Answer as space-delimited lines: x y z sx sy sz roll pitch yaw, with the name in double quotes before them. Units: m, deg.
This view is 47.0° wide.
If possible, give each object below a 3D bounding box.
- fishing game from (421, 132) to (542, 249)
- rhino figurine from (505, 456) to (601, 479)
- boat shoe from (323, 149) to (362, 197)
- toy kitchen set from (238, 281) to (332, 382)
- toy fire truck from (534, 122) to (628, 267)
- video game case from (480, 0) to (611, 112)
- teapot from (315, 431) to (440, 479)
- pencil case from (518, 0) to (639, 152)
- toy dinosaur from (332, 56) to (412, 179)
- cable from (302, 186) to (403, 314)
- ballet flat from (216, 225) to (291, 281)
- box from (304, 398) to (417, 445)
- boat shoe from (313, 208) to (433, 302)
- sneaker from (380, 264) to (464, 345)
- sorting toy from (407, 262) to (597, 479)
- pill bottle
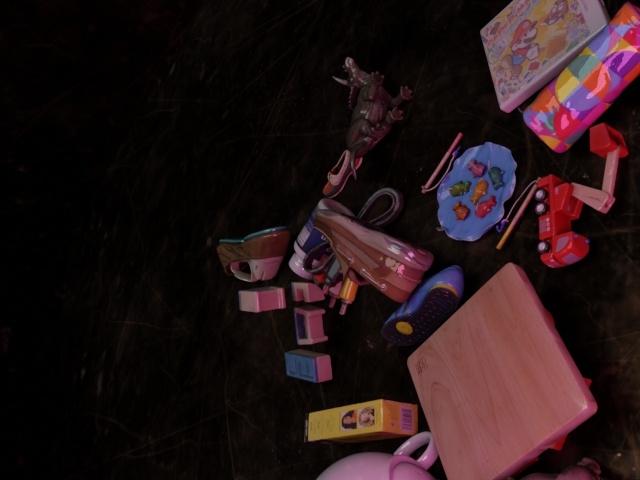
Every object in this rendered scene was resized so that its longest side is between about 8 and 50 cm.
"fishing game" 0.266 -0.090 1.305 0.189 0.041 0.264 -58 33 16
"rhino figurine" 0.248 0.345 0.945 0.243 0.106 0.073 -21 78 11
"boat shoe" 0.042 -0.153 1.688 0.137 0.043 0.049 -50 39 34
"toy kitchen set" -0.085 0.194 1.524 0.122 0.166 0.207 -3 93 58
"toy fire truck" 0.387 -0.063 1.091 0.135 0.047 0.192 -23 56 50
"video game case" 0.383 -0.365 1.280 0.227 0.026 0.206 -40 43 42
"teapot" 0.115 0.414 1.108 0.187 0.253 0.256 -41 52 20
"pencil case" 0.409 -0.239 1.105 0.236 0.104 0.104 -48 38 33
"toy dinosaur" 0.109 -0.260 1.603 0.160 0.121 0.313 147 129 -62
"cable" 0.067 0.005 1.540 0.139 0.072 0.287 37 99 33
"ballet flat" -0.167 0.042 1.867 0.342 0.116 0.124 -11 85 56
"box" 0.070 0.335 1.344 0.232 0.087 0.058 -26 55 48
"boat shoe" 0.073 0.024 1.384 0.324 0.123 0.116 30 101 57
"sneaker" 0.186 0.117 1.310 0.209 0.069 0.082 -49 8 44
"sorting toy" 0.272 0.213 1.085 0.255 0.089 0.257 -50 36 30
"pill bottle" 0.000 0.000 1.622 0.169 0.094 0.094 -58 33 21
